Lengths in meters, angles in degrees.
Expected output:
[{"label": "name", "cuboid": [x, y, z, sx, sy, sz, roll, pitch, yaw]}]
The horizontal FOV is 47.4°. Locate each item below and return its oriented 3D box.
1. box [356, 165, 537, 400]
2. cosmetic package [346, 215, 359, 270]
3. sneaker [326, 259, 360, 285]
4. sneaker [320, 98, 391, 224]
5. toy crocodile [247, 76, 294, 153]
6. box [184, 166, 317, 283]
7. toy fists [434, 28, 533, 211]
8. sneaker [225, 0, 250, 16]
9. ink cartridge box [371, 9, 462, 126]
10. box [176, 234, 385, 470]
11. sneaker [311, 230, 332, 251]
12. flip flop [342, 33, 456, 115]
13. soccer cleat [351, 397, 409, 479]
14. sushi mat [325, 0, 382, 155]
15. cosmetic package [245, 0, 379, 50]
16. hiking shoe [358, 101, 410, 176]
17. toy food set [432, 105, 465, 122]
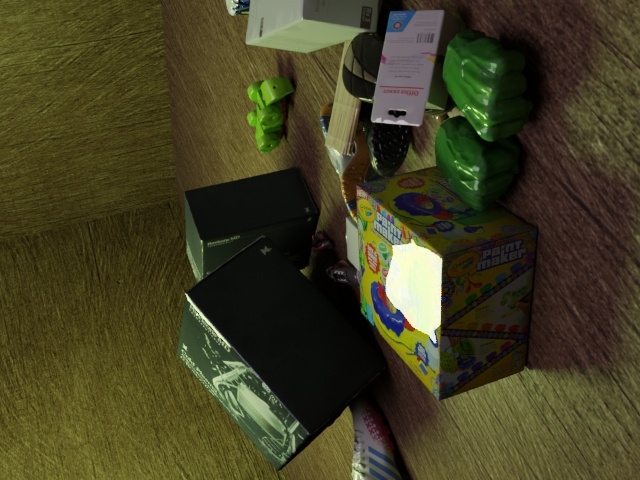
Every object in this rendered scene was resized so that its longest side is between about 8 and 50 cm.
[{"label": "box", "cuboid": [0.205, 0.061, 1.260, 0.290, 0.176, 0.279, -134, 34, -55]}, {"label": "cosmetic package", "cuboid": [0.139, 0.037, 1.583, 0.231, 0.085, 0.118, -127, 29, -52]}, {"label": "sneaker", "cuboid": [0.060, 0.093, 1.881, 0.158, 0.064, 0.061, -167, 63, -70]}, {"label": "sneaker", "cuboid": [0.083, -0.162, 1.594, 0.131, 0.111, 0.297, 81, 173, -83]}, {"label": "toy crocodile", "cuboid": [-0.143, -0.356, 2.086, 0.341, 0.105, 0.115, 105, 145, -65]}, {"label": "box", "cuboid": [-0.210, -0.024, 2.139, 0.313, 0.343, 0.179, 105, 146, -57]}, {"label": "toy fists", "cuboid": [0.246, -0.170, 1.092, 0.142, 0.096, 0.279, -111, 15, -45]}, {"label": "sneaker", "cuboid": [-0.191, -0.688, 1.932, 0.315, 0.127, 0.182, -128, 24, -63]}, {"label": "ink cartridge box", "cuboid": [0.152, -0.270, 1.167, 0.104, 0.061, 0.182, 13, 93, 39]}, {"label": "box", "cuboid": [-0.133, 0.325, 2.022, 0.480, 0.297, 0.472, 46, 150, 12]}, {"label": "sneaker", "cuboid": [0.000, 0.000, 2.028, 0.119, 0.047, 0.057, 168, 99, -70]}, {"label": "flip flop", "cuboid": [0.141, -0.283, 1.272, 0.277, 0.080, 0.112, 28, 107, 40]}, {"label": "soccer cleat", "cuboid": [0.132, 0.583, 1.939, 0.116, 0.143, 0.331, 105, 146, -57]}, {"label": "sushi mat", "cuboid": [0.062, -0.330, 1.423, 0.151, 0.019, 0.317, -140, 59, -70]}, {"label": "cosmetic package", "cuboid": [-0.021, -0.500, 1.432, 0.385, 0.156, 0.218, -163, 77, -70]}, {"label": "hiking shoe", "cuboid": [0.119, -0.239, 1.442, 0.114, 0.086, 0.227, -172, 77, -77]}, {"label": "toy food set", "cuboid": [0.210, -0.240, 1.249, 0.122, 0.019, 0.078, -163, 60, -69]}]
